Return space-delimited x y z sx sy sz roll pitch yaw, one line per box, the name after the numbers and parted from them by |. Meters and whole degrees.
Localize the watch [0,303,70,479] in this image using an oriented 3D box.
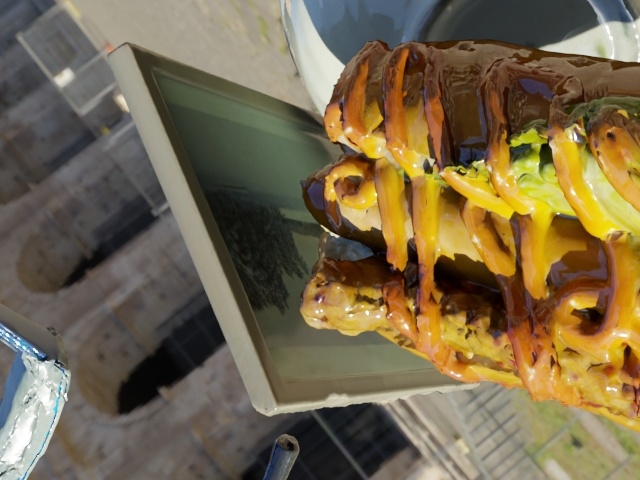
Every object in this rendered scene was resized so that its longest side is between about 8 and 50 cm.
-0.322 0.075 0.820 0.274 0.276 0.068 11 -157 -26 | watch

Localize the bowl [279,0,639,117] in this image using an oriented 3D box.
0.112 -0.131 0.658 0.277 0.277 0.145 54 -165 -28 | bowl

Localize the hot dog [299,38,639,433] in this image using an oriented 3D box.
0.140 0.008 0.429 0.348 0.158 0.117 17 -162 28 | hot dog

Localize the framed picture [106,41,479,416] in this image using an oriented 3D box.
0.000 0.000 0.666 0.289 0.016 0.213 10 -127 -62 | framed picture

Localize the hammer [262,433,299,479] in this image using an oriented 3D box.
-0.061 0.251 0.742 0.029 0.246 0.103 19 -175 -22 | hammer
